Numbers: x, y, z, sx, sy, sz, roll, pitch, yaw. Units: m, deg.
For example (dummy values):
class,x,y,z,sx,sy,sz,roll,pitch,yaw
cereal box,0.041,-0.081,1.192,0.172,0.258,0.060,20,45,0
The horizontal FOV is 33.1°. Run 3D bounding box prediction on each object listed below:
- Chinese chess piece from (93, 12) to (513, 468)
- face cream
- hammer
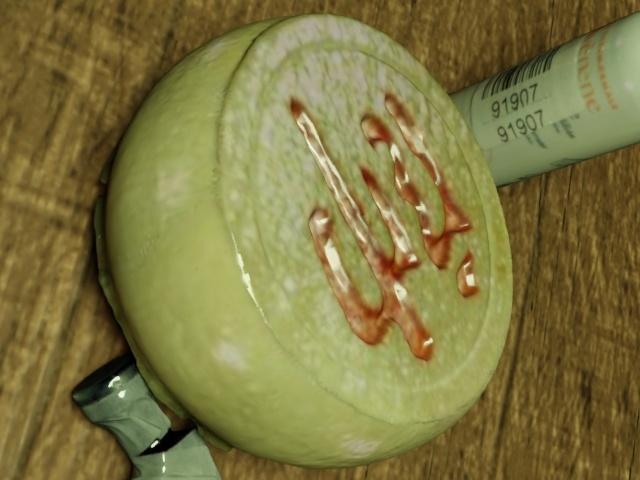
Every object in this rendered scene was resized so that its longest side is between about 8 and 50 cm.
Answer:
class,x,y,z,sx,sy,sz,roll,pitch,yaw
Chinese chess piece,0.000,0.000,0.647,0.270,0.112,0.270,19,62,-40
face cream,0.174,-0.095,0.716,0.082,0.269,0.082,10,73,-33
hammer,-0.211,0.224,0.511,0.427,0.044,0.152,-34,101,-35
